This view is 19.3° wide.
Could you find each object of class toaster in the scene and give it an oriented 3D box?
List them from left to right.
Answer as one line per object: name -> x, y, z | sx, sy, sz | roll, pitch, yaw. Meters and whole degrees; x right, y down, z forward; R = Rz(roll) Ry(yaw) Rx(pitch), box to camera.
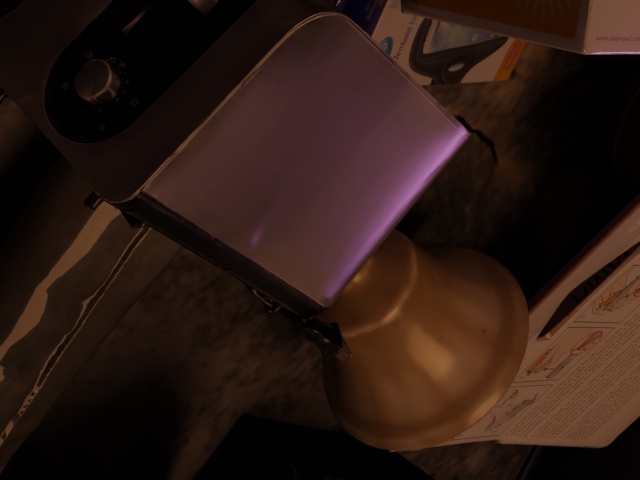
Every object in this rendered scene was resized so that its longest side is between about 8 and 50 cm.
toaster -> -0.046, -0.064, 0.735 | 0.110, 0.168, 0.186 | -47, 147, 5

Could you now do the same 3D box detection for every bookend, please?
bookend -> -0.015, 0.198, 1.139 | 0.156, 0.072, 0.157 | 20, 101, -55

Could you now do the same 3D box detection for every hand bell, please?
hand bell -> 0.000, 0.000, 0.948 | 0.126, 0.126, 0.242 | -44, 136, 1

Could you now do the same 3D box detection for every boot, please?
boot -> -0.153, 0.049, 0.821 | 0.208, 0.076, 0.189 | -48, 165, 12

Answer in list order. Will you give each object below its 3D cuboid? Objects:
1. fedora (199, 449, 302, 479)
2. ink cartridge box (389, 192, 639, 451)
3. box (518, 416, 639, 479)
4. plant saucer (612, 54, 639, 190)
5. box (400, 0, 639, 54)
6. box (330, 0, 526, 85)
fedora -> -0.141, 0.229, 0.956 | 0.152, 0.334, 0.334 | 30, 108, -21
ink cartridge box -> 0.193, 0.014, 1.139 | 0.261, 0.066, 0.296 | 8, 132, -51
box -> 0.369, 0.266, 1.363 | 0.293, 0.395, 0.212 | -11, 136, -41
plant saucer -> 0.248, -0.109, 1.112 | 0.198, 0.036, 0.198 | -26, 151, -16
box -> 0.149, -0.146, 0.880 | 0.203, 0.114, 0.103 | -5, 108, -44
box -> 0.058, -0.115, 0.924 | 0.136, 0.028, 0.081 | -10, 135, -44
